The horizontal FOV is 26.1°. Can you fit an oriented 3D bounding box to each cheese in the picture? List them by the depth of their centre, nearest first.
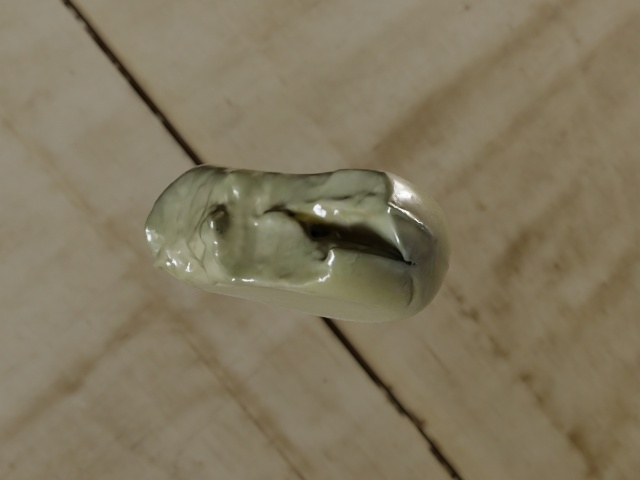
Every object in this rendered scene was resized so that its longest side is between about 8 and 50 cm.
[{"bbox_3d":[0.000,0.000,0.906,0.202,0.175,0.091,0,-102,52],"label":"cheese"}]
